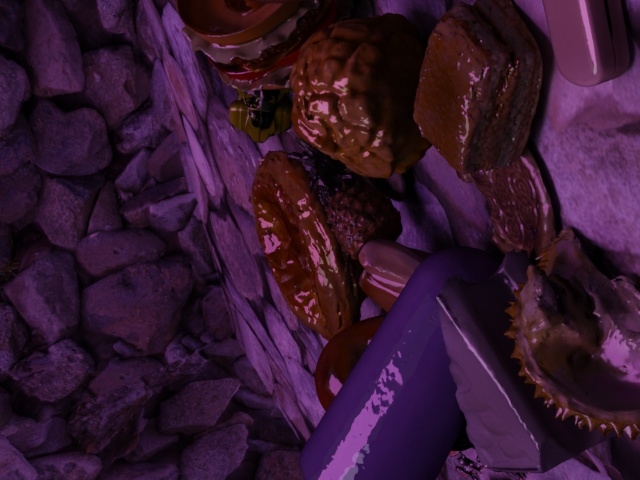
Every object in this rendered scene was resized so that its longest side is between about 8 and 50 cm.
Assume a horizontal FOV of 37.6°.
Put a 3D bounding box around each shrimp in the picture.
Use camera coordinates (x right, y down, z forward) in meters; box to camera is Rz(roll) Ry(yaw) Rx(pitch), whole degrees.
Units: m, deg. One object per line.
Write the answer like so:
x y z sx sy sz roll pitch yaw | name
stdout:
0.116 -0.144 1.624 0.164 0.062 0.317 60 169 -4 | shrimp

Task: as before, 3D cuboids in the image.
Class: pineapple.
0.041 -0.089 1.675 0.248 0.128 0.128 56 162 22 | pineapple

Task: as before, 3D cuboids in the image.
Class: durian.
0.327 0.119 1.125 0.166 0.172 0.306 -65 36 38 | durian

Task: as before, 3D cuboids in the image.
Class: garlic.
0.175 0.085 1.619 0.228 0.110 0.217 34 159 12 | garlic

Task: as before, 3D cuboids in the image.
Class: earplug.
0.154 0.215 1.464 0.215 0.215 0.456 50 119 48 | earplug

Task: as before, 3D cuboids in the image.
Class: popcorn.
0.072 -0.213 1.357 0.190 0.250 0.250 29 143 40 | popcorn

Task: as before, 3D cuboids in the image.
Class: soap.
0.265 0.181 1.359 0.302 0.159 0.258 61 167 5 | soap

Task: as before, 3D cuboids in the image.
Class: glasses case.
0.264 -0.255 0.964 0.083 0.050 0.196 29 140 63 | glasses case

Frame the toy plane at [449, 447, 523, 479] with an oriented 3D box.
0.305 0.402 1.754 0.189 0.061 0.130 30 111 61 | toy plane

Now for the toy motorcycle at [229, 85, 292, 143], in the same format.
-0.122 -0.330 2.010 0.342 0.142 0.206 101 -179 -65 | toy motorcycle

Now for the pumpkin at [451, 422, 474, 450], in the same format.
0.231 0.269 1.644 0.194 0.150 0.194 59 164 28 | pumpkin

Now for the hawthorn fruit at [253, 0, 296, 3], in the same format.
-0.061 -0.470 1.135 0.403 0.402 0.403 58 162 30 | hawthorn fruit

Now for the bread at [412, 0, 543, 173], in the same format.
0.193 -0.190 1.165 0.138 0.102 0.196 58 154 34 | bread

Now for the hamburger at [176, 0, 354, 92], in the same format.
-0.081 -0.373 1.563 0.274 0.274 0.212 55 -173 36 | hamburger

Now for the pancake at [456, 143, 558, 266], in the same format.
0.257 -0.070 1.302 0.235 0.029 0.212 62 163 11 | pancake

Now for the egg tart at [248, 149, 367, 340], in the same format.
0.000 0.000 1.993 0.443 0.178 0.443 57 160 35 | egg tart

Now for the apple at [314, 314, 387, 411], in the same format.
0.114 0.260 1.827 0.253 0.253 0.253 58 162 30 | apple
